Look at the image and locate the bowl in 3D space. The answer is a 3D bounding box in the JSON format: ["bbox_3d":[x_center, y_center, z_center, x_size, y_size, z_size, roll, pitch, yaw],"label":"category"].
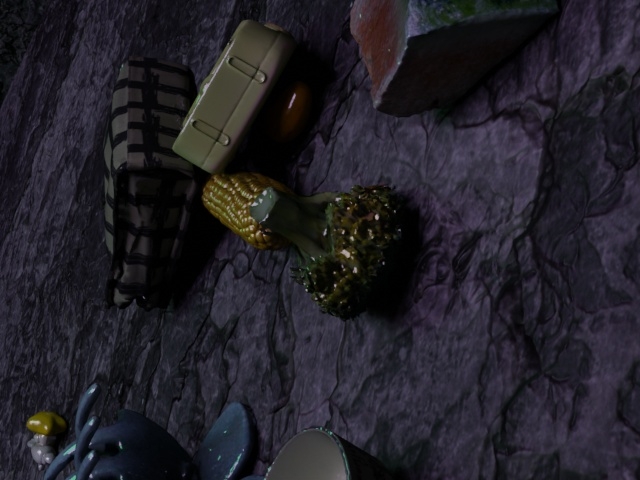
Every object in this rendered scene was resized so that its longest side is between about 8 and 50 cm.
[{"bbox_3d":[0.019,0.318,1.394,0.211,0.112,0.211,-39,42,47],"label":"bowl"}]

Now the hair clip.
[{"bbox_3d":[-0.237,0.378,1.702,0.392,0.238,0.318,-54,30,32],"label":"hair clip"}]

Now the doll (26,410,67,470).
[{"bbox_3d":[-0.535,0.391,2.434,0.135,0.071,0.113,53,129,53],"label":"doll"}]

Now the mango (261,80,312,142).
[{"bbox_3d":[-0.046,-0.194,1.883,0.114,0.060,0.080,-48,35,40],"label":"mango"}]

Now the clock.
[{"bbox_3d":[-0.129,-0.237,1.960,0.235,0.096,0.308,-60,6,13],"label":"clock"}]

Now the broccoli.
[{"bbox_3d":[0.000,0.000,1.539,0.194,0.194,0.220,-52,27,33],"label":"broccoli"}]

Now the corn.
[{"bbox_3d":[-0.098,-0.051,1.855,0.101,0.101,0.310,-69,22,5],"label":"corn"}]

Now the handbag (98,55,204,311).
[{"bbox_3d":[-0.294,-0.090,2.115,0.325,0.162,0.327,-99,22,-49],"label":"handbag"}]

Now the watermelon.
[{"bbox_3d":[0.128,-0.283,1.516,0.302,0.151,0.264,-49,35,36],"label":"watermelon"}]
